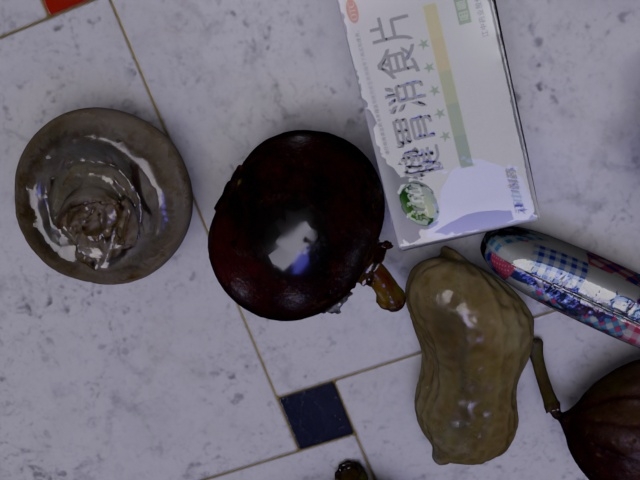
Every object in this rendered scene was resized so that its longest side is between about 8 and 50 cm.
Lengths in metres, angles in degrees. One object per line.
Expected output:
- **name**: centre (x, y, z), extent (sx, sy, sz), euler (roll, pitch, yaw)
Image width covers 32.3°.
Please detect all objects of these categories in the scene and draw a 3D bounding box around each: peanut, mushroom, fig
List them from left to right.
- **mushroom**: centre (-0.273, -0.050, 1.365), extent (0.226, 0.178, 0.226), euler (5, 113, 13)
- **peanut**: centre (0.194, 0.150, 1.391), extent (0.159, 0.143, 0.291), euler (-7, 110, 0)
- **fig**: centre (0.376, 0.244, 1.381), extent (0.250, 0.186, 0.203), euler (4, 127, 14)

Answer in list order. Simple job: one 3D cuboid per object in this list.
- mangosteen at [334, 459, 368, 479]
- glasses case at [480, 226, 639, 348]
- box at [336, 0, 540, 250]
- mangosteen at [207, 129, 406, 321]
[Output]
- **mangosteen**: centre (0.045, 0.490, 1.460), extent (0.306, 0.359, 0.306), euler (-4, 139, -3)
- **glasses case**: centre (0.349, 0.067, 1.355), extent (0.327, 0.125, 0.076), euler (24, 108, -1)
- **box**: centre (0.142, -0.163, 1.304), extent (0.173, 0.145, 0.332), euler (-12, 105, 12)
- **mangosteen**: centre (0.000, 0.000, 1.320), extent (0.261, 0.235, 0.235), euler (31, 107, -9)
